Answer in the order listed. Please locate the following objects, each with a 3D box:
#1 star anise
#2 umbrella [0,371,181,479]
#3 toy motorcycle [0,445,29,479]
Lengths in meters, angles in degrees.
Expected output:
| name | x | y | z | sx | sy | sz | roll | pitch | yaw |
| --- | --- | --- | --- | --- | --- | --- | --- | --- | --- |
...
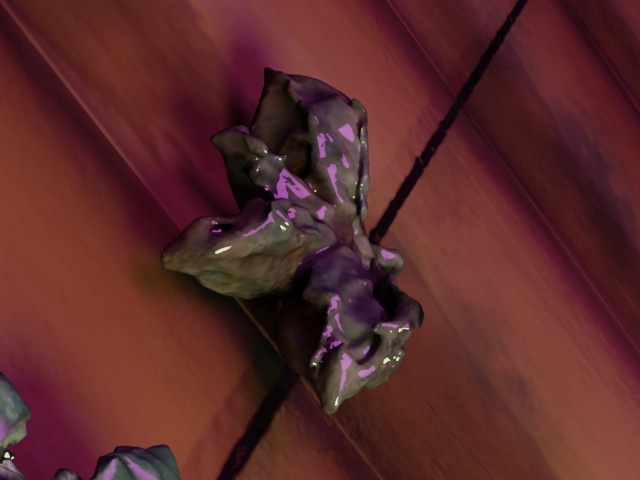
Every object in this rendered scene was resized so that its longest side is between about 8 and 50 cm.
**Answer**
| name | x | y | z | sx | sy | sz | roll | pitch | yaw |
| --- | --- | --- | --- | --- | --- | --- | --- | --- | --- |
| star anise | 0.000 | 0.003 | 0.830 | 0.198 | 0.111 | 0.257 | 50 | 26 | -15 |
| umbrella | -0.068 | 0.209 | 0.568 | 0.349 | 0.094 | 0.143 | 53 | 38 | -6 |
| toy motorcycle | -0.189 | 0.141 | 0.352 | 0.275 | 0.205 | 0.127 | 17 | 52 | -55 |
